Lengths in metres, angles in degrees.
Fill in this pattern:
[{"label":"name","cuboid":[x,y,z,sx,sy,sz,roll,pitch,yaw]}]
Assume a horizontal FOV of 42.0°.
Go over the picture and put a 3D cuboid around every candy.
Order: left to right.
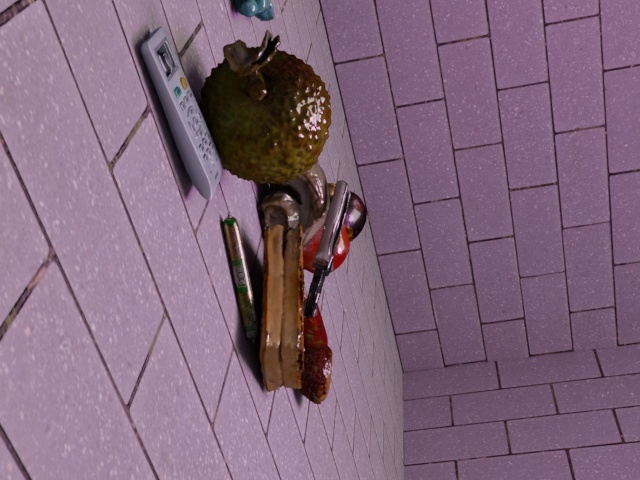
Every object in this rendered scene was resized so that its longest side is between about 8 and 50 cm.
[{"label":"candy","cuboid":[-0.022,0.224,2.192,0.086,0.059,0.292,-87,165,-53]}]

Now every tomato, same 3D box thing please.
[{"label":"tomato","cuboid":[0.000,0.000,2.258,0.187,0.151,0.187,-9,90,-74]}]

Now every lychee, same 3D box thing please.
[{"label":"lychee","cuboid":[-0.105,-0.238,1.576,0.320,0.270,0.269,6,76,-73]}]

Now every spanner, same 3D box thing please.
[{"label":"spanner","cuboid":[0.015,0.021,1.920,0.095,0.040,0.324,58,46,-72]}]

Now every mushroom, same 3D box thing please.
[{"label":"mushroom","cuboid":[-0.055,-0.099,1.993,0.189,0.164,0.267,-51,132,-75]}]

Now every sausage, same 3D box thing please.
[{"label":"sausage","cuboid":[-0.157,0.075,1.656,0.033,0.033,0.269,-53,134,-76]}]

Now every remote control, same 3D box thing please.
[{"label":"remote control","cuboid":[-0.236,-0.211,1.420,0.103,0.051,0.293,-81,156,-60]}]

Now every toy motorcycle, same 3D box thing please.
[{"label":"toy motorcycle","cuboid":[-0.163,-0.625,2.011,0.296,0.109,0.198,19,65,-77]}]

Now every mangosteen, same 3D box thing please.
[{"label":"mangosteen","cuboid":[0.027,-0.088,2.436,0.217,0.192,0.192,52,20,-17]}]

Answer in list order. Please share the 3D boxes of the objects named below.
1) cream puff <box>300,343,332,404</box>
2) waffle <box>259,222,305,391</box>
[{"label":"cream puff","cuboid":[-0.017,0.326,2.042,0.149,0.084,0.149,-173,-90,-89]},{"label":"waffle","cuboid":[-0.079,0.141,1.760,0.213,0.091,0.308,90,-1,-54]}]
